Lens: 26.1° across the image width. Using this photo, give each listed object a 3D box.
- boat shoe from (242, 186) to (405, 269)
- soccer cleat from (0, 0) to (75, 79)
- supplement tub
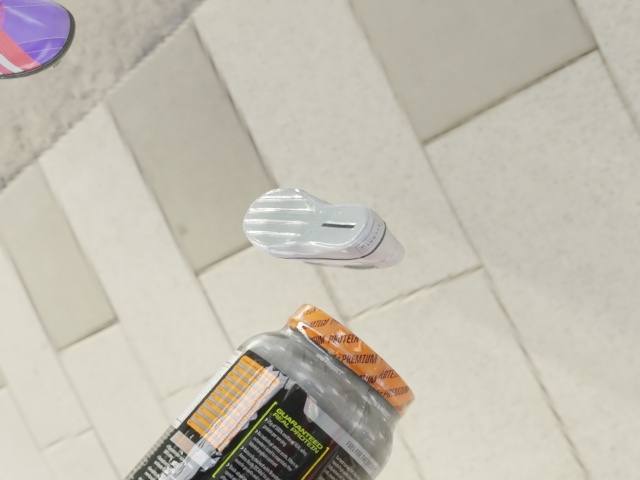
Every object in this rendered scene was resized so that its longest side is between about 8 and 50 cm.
[{"bbox_3d":[0.000,0.000,1.507,0.076,0.083,0.226,40,166,-33],"label":"boat shoe"},{"bbox_3d":[-0.429,-0.267,1.595,0.318,0.109,0.116,17,166,26],"label":"soccer cleat"},{"bbox_3d":[-0.062,0.228,1.370,0.193,0.316,0.193,40,170,9],"label":"supplement tub"}]
